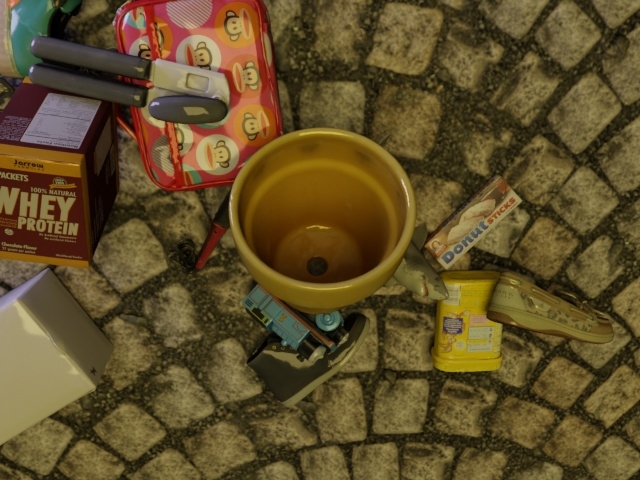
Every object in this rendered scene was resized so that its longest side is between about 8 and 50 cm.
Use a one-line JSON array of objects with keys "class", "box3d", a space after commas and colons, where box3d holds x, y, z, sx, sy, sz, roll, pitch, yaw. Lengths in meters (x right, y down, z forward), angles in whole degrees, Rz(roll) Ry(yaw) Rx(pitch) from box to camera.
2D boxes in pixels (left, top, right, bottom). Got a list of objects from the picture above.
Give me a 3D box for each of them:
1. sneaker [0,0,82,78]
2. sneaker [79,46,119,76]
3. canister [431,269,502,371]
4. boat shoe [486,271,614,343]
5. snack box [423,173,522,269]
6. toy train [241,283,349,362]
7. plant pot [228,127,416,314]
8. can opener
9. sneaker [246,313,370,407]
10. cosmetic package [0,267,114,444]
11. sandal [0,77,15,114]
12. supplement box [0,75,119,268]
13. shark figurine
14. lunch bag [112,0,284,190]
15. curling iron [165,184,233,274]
[{"class": "sneaker", "box3d": [-0.402, -0.383, 0.912, 0.121, 0.108, 0.301, 4, 110, -3]}, {"class": "sneaker", "box3d": [-0.349, -0.262, 0.972, 0.098, 0.069, 0.038, -40, 105, 7]}, {"class": "canister", "box3d": [0.267, 0.143, 1.143, 0.126, 0.073, 0.169, -1, 105, -5]}, {"class": "boat shoe", "box3d": [0.416, 0.123, 1.113, 0.285, 0.105, 0.089, 14, 86, -32]}, {"class": "snack box", "box3d": [0.265, -0.032, 1.117, 0.178, 0.022, 0.064, -44, 106, 8]}, {"class": "toy train", "box3d": [-0.041, 0.128, 1.082, 0.184, 0.080, 0.105, 40, 84, 15]}, {"class": "plant pot", "box3d": [0.000, 0.000, 0.958, 0.254, 0.239, 0.253, 1, 64, -2]}, {"class": "can opener", "box3d": [-0.263, -0.216, 0.870, 0.284, 0.095, 0.075, 12, 109, -3]}, {"class": "sneaker", "box3d": [-0.022, 0.187, 1.127, 0.222, 0.083, 0.118, -43, 100, 5]}, {"class": "cosmetic package", "box3d": [-0.561, 0.232, 1.057, 0.366, 0.155, 0.196, -30, 107, 4]}, {"class": "sandal", "box3d": [-0.553, -0.130, 0.993, 0.120, 0.086, 0.302, 22, 118, -17]}, {"class": "supplement box", "box3d": [-0.381, -0.098, 0.922, 0.129, 0.194, 0.191, 7, 131, -7]}, {"class": "shark figurine", "box3d": [0.132, -0.027, 1.086, 0.116, 0.166, 0.278, -28, 90, -22]}, {"class": "lunch bag", "box3d": [-0.193, -0.228, 0.977, 0.259, 0.120, 0.292, -7, 108, 2]}, {"class": "curling iron", "box3d": [-0.172, -0.027, 1.013, 0.068, 0.035, 0.274, 16, 136, -32]}]
